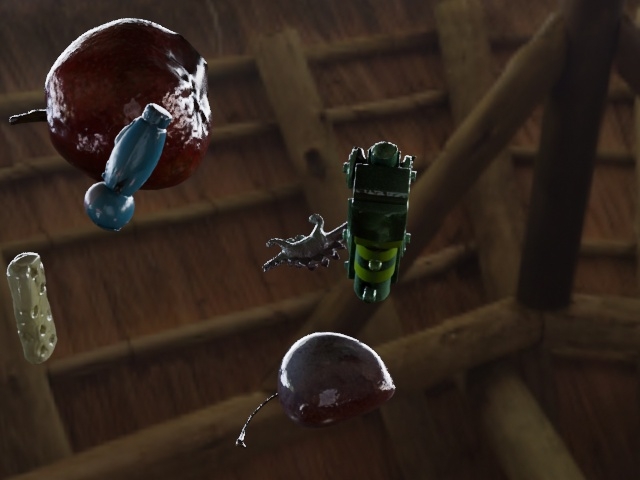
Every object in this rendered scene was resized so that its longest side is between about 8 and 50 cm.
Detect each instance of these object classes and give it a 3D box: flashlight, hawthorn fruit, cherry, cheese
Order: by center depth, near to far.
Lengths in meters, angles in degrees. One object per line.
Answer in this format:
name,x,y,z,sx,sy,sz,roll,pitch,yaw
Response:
flashlight,-0.179,-0.068,1.087,0.051,0.129,0.051,31,-167,-8
cherry,0.006,0.185,1.374,0.148,0.115,0.188,23,-152,5
hawthorn fruit,-0.279,-0.180,1.515,0.266,0.210,0.230,-1,-122,0
cheese,-0.428,0.102,1.707,0.043,0.194,0.065,8,-141,7

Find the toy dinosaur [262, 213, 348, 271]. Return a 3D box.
toy dinosaur,0.000,0.001,1.839,0.209,0.039,0.082,-32,-118,-16

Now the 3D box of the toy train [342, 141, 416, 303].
toy train,0.063,-0.014,1.318,0.083,0.200,0.132,4,-133,5
